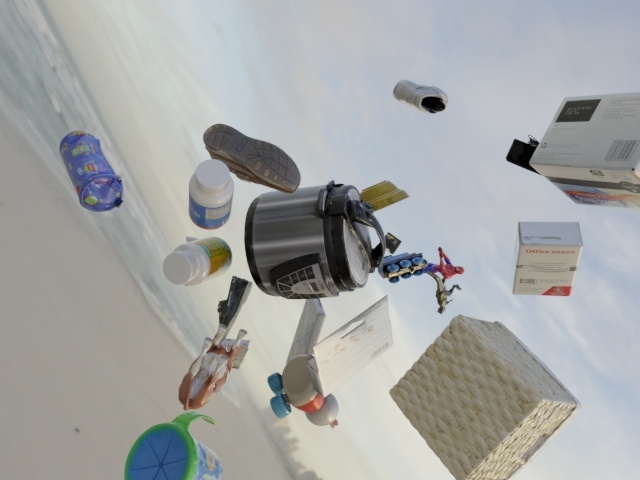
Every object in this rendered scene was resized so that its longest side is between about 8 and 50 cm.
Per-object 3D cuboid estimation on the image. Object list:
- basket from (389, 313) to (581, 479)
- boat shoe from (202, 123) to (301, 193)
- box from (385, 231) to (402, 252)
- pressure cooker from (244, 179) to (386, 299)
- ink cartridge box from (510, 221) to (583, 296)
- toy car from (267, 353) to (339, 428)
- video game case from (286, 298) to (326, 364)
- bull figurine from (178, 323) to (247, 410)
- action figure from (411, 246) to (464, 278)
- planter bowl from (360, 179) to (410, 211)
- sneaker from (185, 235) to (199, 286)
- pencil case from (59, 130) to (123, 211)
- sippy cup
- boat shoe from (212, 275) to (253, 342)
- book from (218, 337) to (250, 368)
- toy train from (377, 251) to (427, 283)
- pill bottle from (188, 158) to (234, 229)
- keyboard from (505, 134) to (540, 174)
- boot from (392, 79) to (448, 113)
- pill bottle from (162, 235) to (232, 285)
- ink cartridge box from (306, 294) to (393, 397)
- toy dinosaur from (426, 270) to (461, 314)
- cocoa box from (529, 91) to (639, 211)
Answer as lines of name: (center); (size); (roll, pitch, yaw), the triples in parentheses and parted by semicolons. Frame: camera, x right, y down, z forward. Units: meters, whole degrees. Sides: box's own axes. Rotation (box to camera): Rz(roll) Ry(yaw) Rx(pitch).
basket: (0.420, 0.417, 1.620); (0.266, 0.328, 0.331); (19, 24, -49)
boat shoe: (-0.200, -0.230, 1.846); (0.324, 0.123, 0.116); (32, -30, 11)
box: (0.250, 0.011, 2.222); (0.062, 0.052, 0.083); (35, -4, 6)
pressure cooker: (0.000, -0.006, 2.043); (0.370, 0.421, 0.375); (-29, 112, -71)
ink cartridge box: (0.761, 0.064, 2.113); (0.272, 0.197, 0.114); (79, 16, -48)
toy car: (-0.016, 0.505, 2.005); (0.238, 0.219, 0.210); (57, 6, -28)
video game case: (-0.059, 0.366, 2.266); (0.300, 0.036, 0.328); (-115, -139, -75)
bull figurine: (-0.280, 0.323, 1.614); (0.101, 0.188, 0.310); (25, 14, -3)
action figure: (0.424, 0.075, 2.398); (0.281, 0.091, 0.139); (7, -64, 41)
planter bowl: (0.209, -0.159, 2.237); (0.217, 0.217, 0.090); (169, -101, -77)
sneaker: (-0.505, 0.076, 2.390); (0.080, 0.094, 0.212); (-61, 173, -65)
pencil case: (-0.667, -0.205, 1.813); (0.306, 0.133, 0.119); (49, -13, 41)
sippy cup: (-0.413, 0.677, 1.831); (0.240, 0.305, 0.224); (55, 4, 37)
boat shoe: (-0.299, 0.227, 2.020); (0.079, 0.233, 0.084); (24, -15, -1)
book: (-0.291, 0.359, 2.006); (0.144, 0.096, 0.035); (-64, 157, -69)
toy train: (0.300, 0.092, 2.296); (0.105, 0.184, 0.080); (-126, -156, -54)
pill bottle: (-0.304, -0.130, 1.729); (0.124, 0.124, 0.221); (59, -23, 18)
keyboard: (0.675, -0.254, 1.914); (0.192, 0.100, 0.038); (24, 7, 7)
boot: (0.343, -0.425, 1.929); (0.123, 0.258, 0.095); (42, -61, 36)
pill bottle: (-0.393, 0.068, 1.985); (0.136, 0.136, 0.246); (63, 20, 1)
ink cartridge box: (0.083, 0.290, 1.776); (0.060, 0.275, 0.238); (37, -30, 41)
toy dinosaur: (0.493, 0.189, 2.472); (0.064, 0.118, 0.268); (31, -28, 45)
cocoa box: (0.779, -0.227, 1.615); (0.228, 0.231, 0.347); (33, -5, -26)
